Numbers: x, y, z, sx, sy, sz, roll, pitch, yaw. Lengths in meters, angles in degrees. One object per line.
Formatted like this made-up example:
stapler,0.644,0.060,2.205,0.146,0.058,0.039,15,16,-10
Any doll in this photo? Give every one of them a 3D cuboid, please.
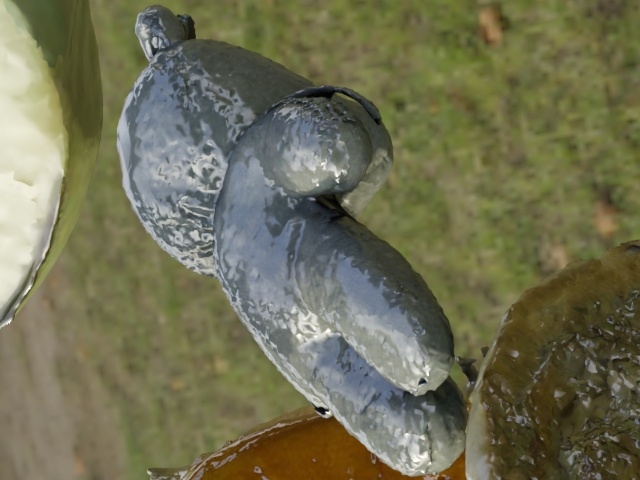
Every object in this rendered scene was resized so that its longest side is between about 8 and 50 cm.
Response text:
doll,0.005,-0.004,1.161,0.340,0.158,0.245,38,148,40

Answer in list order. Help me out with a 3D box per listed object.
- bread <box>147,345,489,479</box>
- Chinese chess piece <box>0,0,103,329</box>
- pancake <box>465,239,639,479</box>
bread,0.048,0.249,1.645,0.183,0.389,0.236,-24,-86,-78
Chinese chess piece,-0.149,-0.040,0.468,0.083,0.188,0.188,-96,9,-52
pancake,0.251,0.131,1.066,0.065,0.356,0.356,106,147,-56
